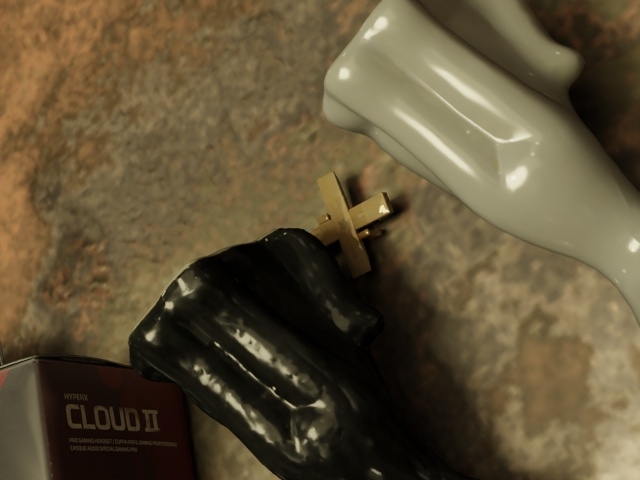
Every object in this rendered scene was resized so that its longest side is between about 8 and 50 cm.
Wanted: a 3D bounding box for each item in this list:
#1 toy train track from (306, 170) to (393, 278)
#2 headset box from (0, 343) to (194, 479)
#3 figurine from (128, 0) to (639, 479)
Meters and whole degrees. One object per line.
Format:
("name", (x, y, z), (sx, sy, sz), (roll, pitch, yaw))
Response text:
("toy train track", (0.000, 0.000, 0.646), (0.083, 0.014, 0.048), (-27, 76, 31))
("headset box", (-0.162, 0.191, 0.651), (0.218, 0.110, 0.293), (-19, 72, 27))
("figurine", (0.067, 0.034, 0.557), (0.209, 0.092, 0.215), (41, 103, 14))
